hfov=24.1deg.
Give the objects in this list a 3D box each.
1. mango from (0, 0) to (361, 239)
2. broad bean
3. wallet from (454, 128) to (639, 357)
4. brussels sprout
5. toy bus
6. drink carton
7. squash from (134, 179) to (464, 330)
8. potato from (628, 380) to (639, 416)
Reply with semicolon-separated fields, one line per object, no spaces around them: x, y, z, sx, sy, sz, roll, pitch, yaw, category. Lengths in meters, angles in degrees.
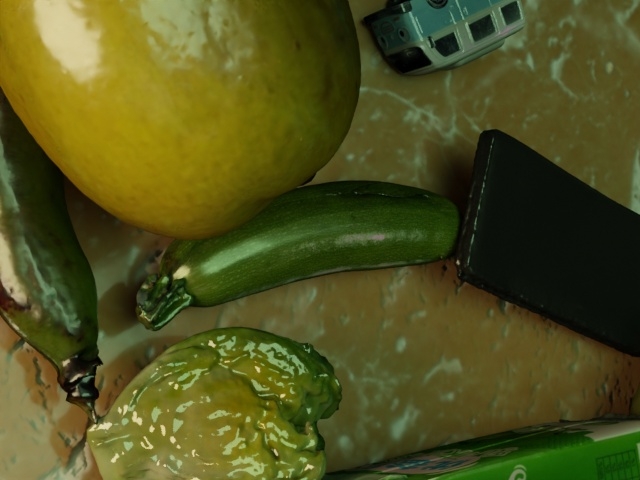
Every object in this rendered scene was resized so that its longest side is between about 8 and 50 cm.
-0.128;-0.217;0.988;0.445;0.220;0.301;65;24;5;mango
-0.209;-0.035;1.031;0.077;0.061;0.339;-13;90;-20;broad bean
0.204;0.007;1.234;0.244;0.025;0.124;24;71;-37;wallet
-0.071;0.132;1.063;0.181;0.100;0.139;-10;89;-4;brussels sprout
0.104;-0.178;1.213;0.123;0.060;0.075;-28;100;-29;toy bus
0.127;0.204;1.121;0.271;0.161;0.108;-7;86;-30;drink carton
-0.002;-0.002;1.128;0.318;0.071;0.080;-12;69;-31;squash
0.422;0.210;1.212;0.359;0.269;0.219;37;113;-13;potato
